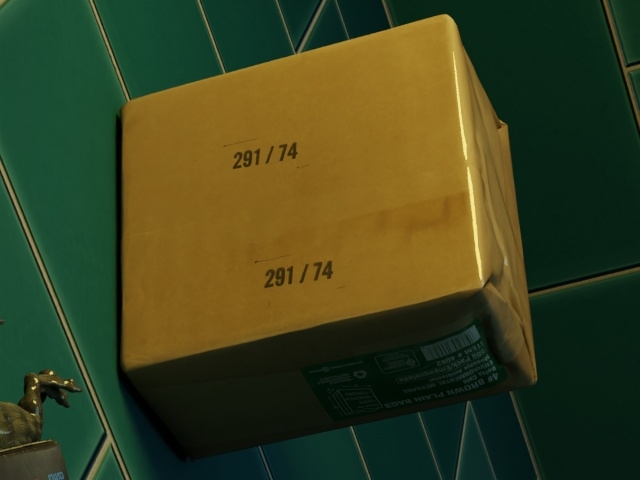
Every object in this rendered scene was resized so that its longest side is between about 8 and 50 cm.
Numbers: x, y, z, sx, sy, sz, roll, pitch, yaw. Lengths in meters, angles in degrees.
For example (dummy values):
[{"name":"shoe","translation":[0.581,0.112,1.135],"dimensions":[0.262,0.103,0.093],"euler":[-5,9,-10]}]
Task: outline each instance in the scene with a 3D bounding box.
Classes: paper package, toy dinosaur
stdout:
[{"name":"paper package","translation":[0.000,0.000,1.709],"dimensions":[0.168,0.325,0.309],"euler":[56,25,-52]},{"name":"toy dinosaur","translation":[-0.218,0.108,1.300],"dimensions":[0.118,0.064,0.268],"euler":[-73,143,-52]}]

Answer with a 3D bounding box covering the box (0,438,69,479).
[{"name":"box","translation":[-0.227,0.180,0.791],"dimensions":[0.163,0.247,0.142],"euler":[2,73,-75]}]
